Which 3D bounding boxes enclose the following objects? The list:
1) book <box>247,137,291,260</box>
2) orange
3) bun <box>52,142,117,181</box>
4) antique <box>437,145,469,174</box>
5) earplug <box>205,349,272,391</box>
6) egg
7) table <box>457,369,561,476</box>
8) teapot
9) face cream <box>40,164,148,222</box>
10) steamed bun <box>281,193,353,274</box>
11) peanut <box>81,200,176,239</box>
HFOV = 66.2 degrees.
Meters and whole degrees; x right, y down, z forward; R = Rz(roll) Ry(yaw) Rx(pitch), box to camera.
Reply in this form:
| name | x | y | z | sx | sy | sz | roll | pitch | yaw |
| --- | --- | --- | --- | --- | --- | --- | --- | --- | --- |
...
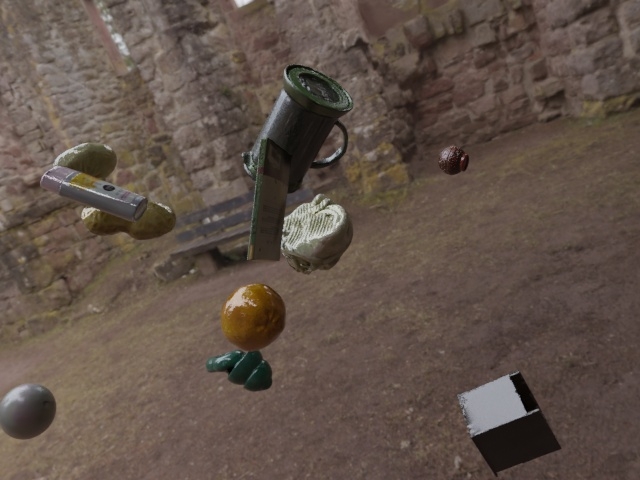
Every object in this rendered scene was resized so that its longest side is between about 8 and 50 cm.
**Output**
| name | x | y | z | sx | sy | sz | roll | pitch | yaw |
| --- | --- | --- | --- | --- | --- | --- | --- | --- | --- |
| book | -0.122 | -0.090 | 1.208 | 0.026 | 0.289 | 0.201 | 7 | -2 | 12 |
| orange | -0.149 | 0.179 | 1.136 | 0.159 | 0.158 | 0.136 | -31 | 24 | -31 |
| bun | -0.840 | -0.261 | 1.774 | 0.223 | 0.127 | 0.222 | -29 | -1 | 0 |
| antique | 0.452 | -0.274 | 1.684 | 0.104 | 0.104 | 0.104 | -22 | 13 | 5 |
| earplug | -0.316 | 0.507 | 1.917 | 0.164 | 0.280 | 0.257 | -40 | -22 | -51 |
| egg | -0.597 | 0.349 | 1.002 | 0.103 | 0.103 | 0.135 | -37 | -19 | -45 |
| table | 0.524 | 0.509 | 1.371 | 0.193 | 0.172 | 0.169 | -29 | 19 | 13 |
| teapot | -0.053 | -0.285 | 1.383 | 0.337 | 0.271 | 0.200 | -55 | 37 | 36 |
| face cream | -0.633 | -0.131 | 1.384 | 0.270 | 0.073 | 0.107 | 21 | 27 | -2 |
| steamed bun | 0.000 | 0.000 | 1.775 | 0.280 | 0.207 | 0.268 | -34 | 40 | -2 |
| peanut | -0.660 | -0.076 | 1.706 | 0.306 | 0.146 | 0.147 | 9 | -2 | -26 |
